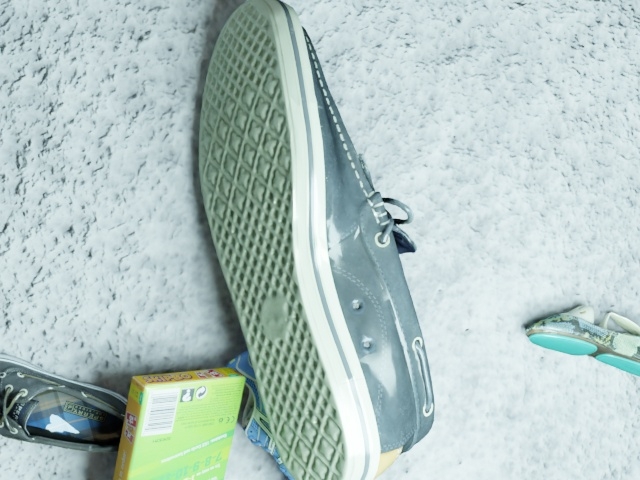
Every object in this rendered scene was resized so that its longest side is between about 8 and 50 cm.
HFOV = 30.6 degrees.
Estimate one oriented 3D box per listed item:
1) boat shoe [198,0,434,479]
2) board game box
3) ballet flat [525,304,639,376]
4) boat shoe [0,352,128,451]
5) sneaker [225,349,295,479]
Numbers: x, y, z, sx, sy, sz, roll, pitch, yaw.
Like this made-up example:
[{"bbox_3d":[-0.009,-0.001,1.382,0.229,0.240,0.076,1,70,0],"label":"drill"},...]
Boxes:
[{"bbox_3d":[0.000,0.000,1.193,0.156,0.187,0.500,-12,87,-38],"label":"boat shoe"},{"bbox_3d":[-0.160,0.260,1.227,0.124,0.039,0.259,0,107,-40],"label":"board game box"},{"bbox_3d":[0.327,0.112,1.395,0.188,0.070,0.070,20,92,-22],"label":"ballet flat"},{"bbox_3d":[-0.294,0.171,1.185,0.229,0.076,0.080,20,92,-20],"label":"boat shoe"},{"bbox_3d":[-0.041,0.209,1.281,0.081,0.080,0.211,-18,94,-8],"label":"sneaker"}]
